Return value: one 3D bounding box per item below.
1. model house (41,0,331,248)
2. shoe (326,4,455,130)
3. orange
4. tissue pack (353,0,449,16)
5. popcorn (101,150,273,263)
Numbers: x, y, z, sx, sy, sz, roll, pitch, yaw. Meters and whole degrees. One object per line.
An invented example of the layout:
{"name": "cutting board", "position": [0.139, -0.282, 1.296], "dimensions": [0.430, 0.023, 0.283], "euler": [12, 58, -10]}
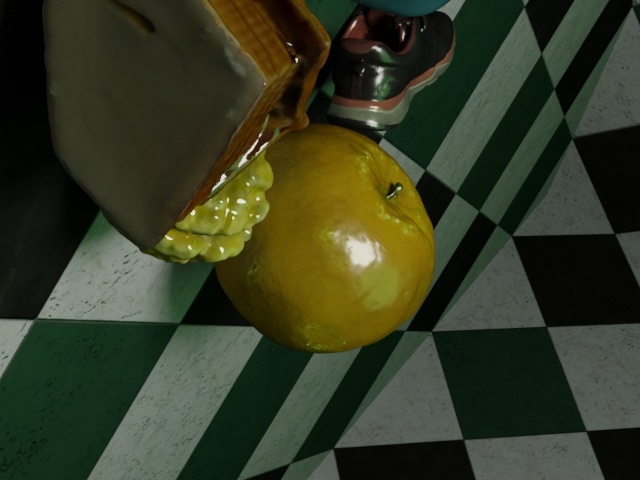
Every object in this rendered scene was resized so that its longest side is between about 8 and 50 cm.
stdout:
{"name": "model house", "position": [-0.103, -0.148, 0.880], "dimensions": [0.219, 0.199, 0.229], "euler": [-40, -177, 24]}
{"name": "shoe", "position": [0.086, -0.247, 1.387], "dimensions": [0.291, 0.114, 0.137], "euler": [-51, 146, -51]}
{"name": "orange", "position": [0.000, 0.000, 1.296], "dimensions": [0.235, 0.279, 0.279], "euler": [-36, 173, 25]}
{"name": "tissue pack", "position": [0.067, -0.337, 0.986], "dimensions": [0.206, 0.198, 0.287], "euler": [-54, 165, -18]}
{"name": "popcorn", "position": [-0.121, -0.064, 1.024], "dimensions": [0.173, 0.173, 0.142], "euler": [-52, 173, -19]}
